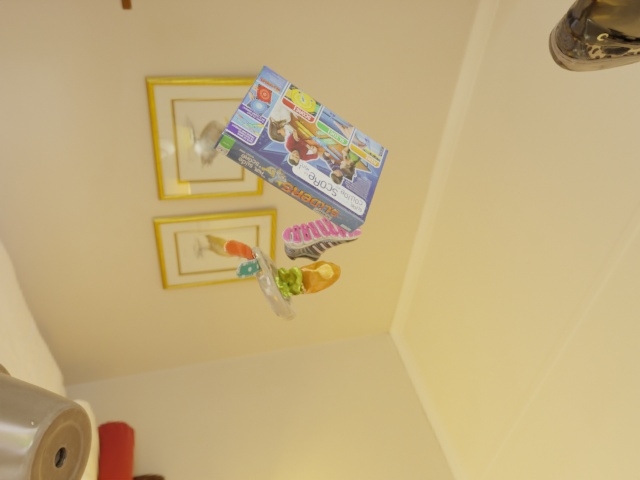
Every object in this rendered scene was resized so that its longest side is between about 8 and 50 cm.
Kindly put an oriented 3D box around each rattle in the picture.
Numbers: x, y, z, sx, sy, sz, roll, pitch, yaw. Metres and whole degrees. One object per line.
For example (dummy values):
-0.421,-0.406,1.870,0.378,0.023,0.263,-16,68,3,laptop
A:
-0.058,0.045,0.918,0.130,0.142,0.200,-90,162,-44,rattle

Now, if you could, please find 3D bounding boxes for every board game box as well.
-0.016,-0.116,0.676,0.035,0.201,0.136,-40,-157,51,board game box

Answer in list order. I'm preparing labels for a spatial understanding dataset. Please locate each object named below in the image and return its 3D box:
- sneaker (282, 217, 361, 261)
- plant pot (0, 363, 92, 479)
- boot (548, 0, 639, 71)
0.000,0.000,1.066,0.063,0.170,0.075,61,-29,33,sneaker
-0.467,0.298,0.758,0.263,0.229,0.263,3,90,-81,plant pot
0.545,-0.382,0.762,0.284,0.377,0.138,30,53,-72,boot
